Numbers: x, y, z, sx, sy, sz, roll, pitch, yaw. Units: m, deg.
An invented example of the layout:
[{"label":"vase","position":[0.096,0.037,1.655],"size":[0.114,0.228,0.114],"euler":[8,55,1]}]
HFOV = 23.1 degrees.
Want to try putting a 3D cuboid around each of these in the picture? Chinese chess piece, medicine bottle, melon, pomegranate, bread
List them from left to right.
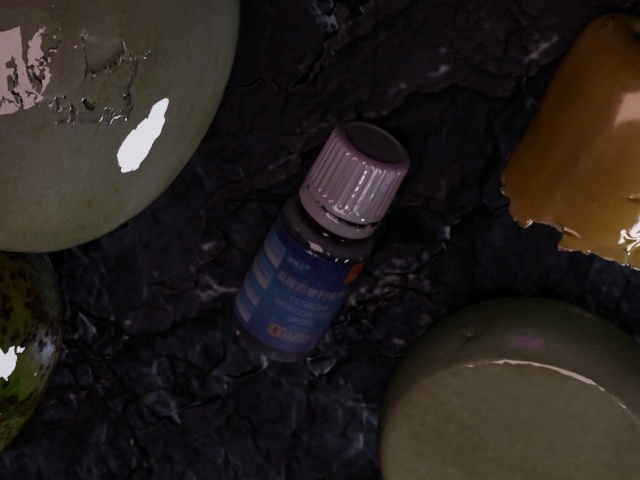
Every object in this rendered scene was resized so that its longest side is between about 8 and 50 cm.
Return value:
[{"label":"pomegranate","position":[-0.381,0.049,1.299],"size":[0.340,0.285,0.285],"euler":[39,126,27]},{"label":"melon","position":[-0.190,-0.153,1.101],"size":[0.268,0.268,0.330],"euler":[26,109,0]},{"label":"medicine bottle","position":[0.000,0.000,1.247],"size":[0.083,0.083,0.203],"euler":[27,120,-1]},{"label":"Chinese chess piece","position":[0.170,0.165,1.274],"size":[0.250,0.101,0.250],"euler":[9,121,14]},{"label":"bread","position":[0.221,-0.074,1.144],"size":[0.134,0.085,0.173],"euler":[25,122,0]}]
